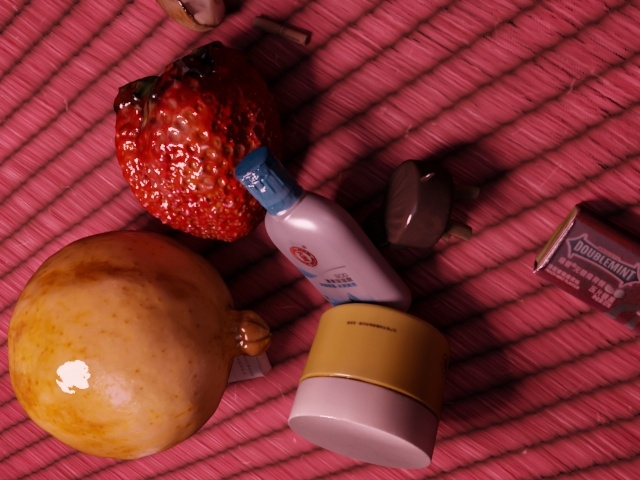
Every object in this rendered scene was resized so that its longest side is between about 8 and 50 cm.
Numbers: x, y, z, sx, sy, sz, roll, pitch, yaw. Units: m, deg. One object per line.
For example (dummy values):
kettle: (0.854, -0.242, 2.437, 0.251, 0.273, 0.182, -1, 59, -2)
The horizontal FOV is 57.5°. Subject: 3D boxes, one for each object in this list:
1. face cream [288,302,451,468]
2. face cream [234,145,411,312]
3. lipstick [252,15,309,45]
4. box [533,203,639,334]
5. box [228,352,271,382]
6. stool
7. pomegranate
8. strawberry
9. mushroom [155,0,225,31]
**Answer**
face cream: (0.079, 0.225, 0.899, 0.218, 0.179, 0.218, 14, 149, 8)
face cream: (0.000, 0.000, 0.873, 0.163, 0.080, 0.336, 1, 141, 47)
lipstick: (-0.062, -0.329, 0.916, 0.094, 0.019, 0.019, 24, 113, 12)
box: (0.430, 0.053, 0.824, 0.224, 0.069, 0.120, 33, 115, 10)
box: (-0.179, 0.230, 1.126, 0.155, 0.040, 0.083, -15, 103, 25)
stool: (0.143, -0.037, 0.874, 0.121, 0.125, 0.217, 11, 149, -17)
pomegranate: (-0.284, 0.162, 0.963, 0.410, 0.410, 0.409, 6, 109, 19)
strawberry: (-0.171, -0.139, 0.908, 0.250, 0.239, 0.288, -7, 115, 54)
mushroom: (-0.228, -0.464, 0.890, 0.151, 0.156, 0.285, 12, 112, 47)
